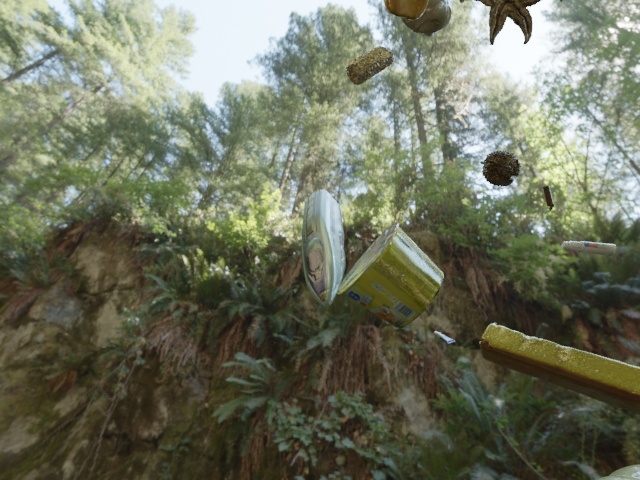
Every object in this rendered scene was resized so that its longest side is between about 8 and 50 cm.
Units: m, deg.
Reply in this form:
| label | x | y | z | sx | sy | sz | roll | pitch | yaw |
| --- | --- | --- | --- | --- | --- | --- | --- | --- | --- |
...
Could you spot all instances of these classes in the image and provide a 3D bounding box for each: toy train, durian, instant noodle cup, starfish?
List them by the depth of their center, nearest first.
| label | x | y | z | sx | sy | sz | roll | pitch | yaw |
| --- | --- | --- | --- | --- | --- | --- | --- | --- | --- |
| toy train | 0.000 | 0.001 | 0.563 | 0.055 | 0.252 | 0.048 | -34 | -66 | 17 |
| instant noodle cup | 0.157 | 0.082 | 0.863 | 0.153 | 0.205 | 0.205 | 39 | -49 | 1 |
| durian | 0.391 | -0.158 | 0.879 | 0.091 | 0.080 | 0.080 | 26 | -29 | 42 |
| starfish | 0.461 | -0.575 | 0.977 | 0.240 | 0.228 | 0.043 | -1 | -9 | 12 |

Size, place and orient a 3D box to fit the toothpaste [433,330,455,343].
| label | x | y | z | sx | sy | sz | roll | pitch | yaw |
| --- | --- | --- | --- | --- | --- | --- | --- | --- | --- |
| toothpaste | 0.355 | 0.281 | 1.160 | 0.024 | 0.083 | 0.015 | -13 | -82 | -15 |

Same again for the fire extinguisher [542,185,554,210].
| label | x | y | z | sx | sy | sz | roll | pitch | yaw |
| --- | --- | --- | --- | --- | --- | --- | --- | --- | --- |
| fire extinguisher | 0.755 | -0.138 | 1.327 | 0.022 | 0.084 | 0.028 | -2 | -13 | -17 |

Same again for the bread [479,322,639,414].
| label | x | y | z | sx | sy | sz | roll | pitch | yaw |
| --- | --- | --- | --- | --- | --- | --- | --- | --- | --- |
| bread | 0.562 | 0.293 | 0.939 | 0.361 | 0.077 | 0.138 | 13 | -25 | 38 |

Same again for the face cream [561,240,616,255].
| label | x | y | z | sx | sy | sz | roll | pitch | yaw |
| --- | --- | --- | --- | --- | --- | --- | --- | --- | --- |
| face cream | 0.772 | 0.020 | 1.158 | 0.129 | 0.034 | 0.034 | 6 | -44 | 19 |

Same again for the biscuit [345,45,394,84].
| label | x | y | z | sx | sy | sz | roll | pitch | yaw |
| --- | --- | --- | --- | --- | --- | --- | --- | --- | --- |
| biscuit | 0.166 | -0.584 | 1.339 | 0.082 | 0.168 | 0.070 | 50 | -16 | 11 |

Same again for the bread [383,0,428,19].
| label | x | y | z | sx | sy | sz | roll | pitch | yaw |
| --- | --- | --- | --- | --- | --- | --- | --- | --- | --- |
| bread | 0.219 | -0.680 | 0.918 | 0.141 | 0.091 | 0.305 | -19 | -42 | -30 |

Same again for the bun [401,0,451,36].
| label | x | y | z | sx | sy | sz | roll | pitch | yaw |
| --- | --- | --- | --- | --- | --- | --- | --- | --- | --- |
| bun | 0.311 | -0.682 | 1.164 | 0.166 | 0.173 | 0.113 | 27 | -33 | -21 |

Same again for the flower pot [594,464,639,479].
| label | x | y | z | sx | sy | sz | roll | pitch | yaw |
| --- | --- | --- | --- | --- | --- | --- | --- | --- | --- |
| flower pot | 0.374 | 0.425 | 0.461 | 0.307 | 0.308 | 0.244 | 18 | -24 | -9 |
